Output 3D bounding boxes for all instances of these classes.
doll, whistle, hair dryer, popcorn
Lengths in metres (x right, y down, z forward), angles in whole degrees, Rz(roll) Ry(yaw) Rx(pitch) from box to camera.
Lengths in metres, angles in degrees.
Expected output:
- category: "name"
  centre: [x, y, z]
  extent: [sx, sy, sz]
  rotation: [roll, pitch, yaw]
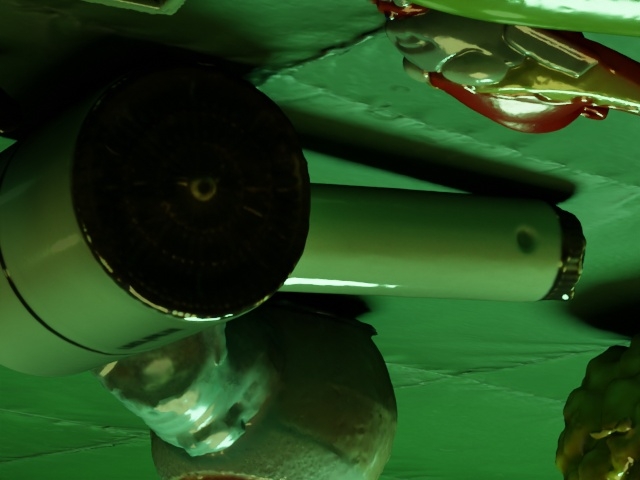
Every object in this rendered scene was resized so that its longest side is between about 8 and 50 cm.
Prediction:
- category: "doll"
  centre: [0.060, -0.087, 0.796]
  extent: [0.169, 0.057, 0.109]
  rotation: [33, 166, -34]
- category: "whistle"
  centre: [-0.069, 0.105, 1.355]
  extent: [0.189, 0.189, 0.348]
  rotation: [-6, 151, 32]
- category: "hair dryer"
  centre: [0.000, 0.000, 1.048]
  extent: [0.362, 0.128, 0.203]
  rotation: [3, 167, -29]
- category: "popcorn"
  centre: [0.285, 0.152, 1.373]
  extent: [0.250, 0.190, 0.250]
  rotation: [9, 169, 2]

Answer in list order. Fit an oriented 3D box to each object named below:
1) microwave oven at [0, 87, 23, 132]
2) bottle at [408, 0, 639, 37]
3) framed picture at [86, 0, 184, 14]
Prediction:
- category: "microwave oven"
  centre: [-0.291, -0.013, 0.899]
  extent: [0.247, 0.188, 0.178]
  rotation: [17, 160, -39]
- category: "bottle"
  centre: [0.065, -0.117, 0.568]
  extent: [0.260, 0.112, 0.112]
  rotation: [5, 165, -4]
- category: "framed picture"
  centre: [-0.142, -0.138, 0.712]
  extent: [0.260, 0.023, 0.189]
  rotation: [10, 164, -21]
